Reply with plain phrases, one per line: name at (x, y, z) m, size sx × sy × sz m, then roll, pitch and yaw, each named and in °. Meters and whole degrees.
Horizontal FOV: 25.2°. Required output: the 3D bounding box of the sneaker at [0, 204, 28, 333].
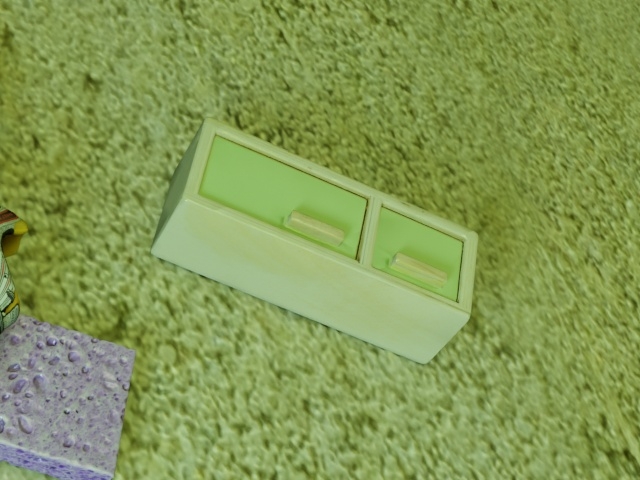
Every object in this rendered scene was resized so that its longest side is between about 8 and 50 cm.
sneaker at (-0.261, 0.052, 1.026) m, size 0.092 × 0.088 × 0.225 m, roll 19°, pitch 50°, yaw -17°

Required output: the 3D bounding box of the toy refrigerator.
toy refrigerator at (0.000, 0.000, 1.252) m, size 0.269 × 0.094 × 0.102 m, roll 23°, pitch 48°, yaw -13°

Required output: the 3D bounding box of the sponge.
sponge at (-0.246, 0.104, 1.077) m, size 0.210 × 0.031 × 0.117 m, roll 20°, pitch 49°, yaw -15°
